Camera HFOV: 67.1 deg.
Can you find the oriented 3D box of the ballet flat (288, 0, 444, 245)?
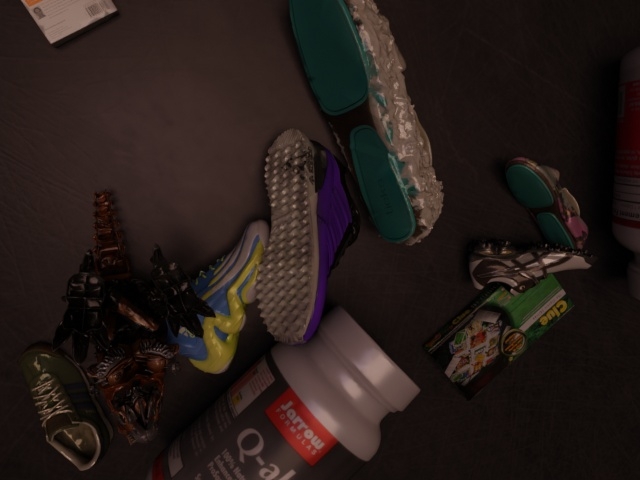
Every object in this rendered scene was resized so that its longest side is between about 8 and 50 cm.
[{"bbox_3d":[0.080,-0.191,0.700,0.147,0.147,0.409,-24,107,-8],"label":"ballet flat"}]

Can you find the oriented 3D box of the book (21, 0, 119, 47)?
[{"bbox_3d":[-0.340,-0.335,0.608,0.096,0.035,0.144,-33,106,-9],"label":"book"}]

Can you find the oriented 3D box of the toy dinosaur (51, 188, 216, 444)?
[{"bbox_3d":[-0.265,0.099,0.625,0.164,0.218,0.322,-33,92,-32],"label":"toy dinosaur"}]

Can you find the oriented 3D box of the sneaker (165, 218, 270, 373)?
[{"bbox_3d":[-0.157,0.072,0.694,0.126,0.091,0.240,18,93,-12],"label":"sneaker"}]

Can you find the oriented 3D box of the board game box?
[{"bbox_3d":[0.316,0.150,0.851,0.259,0.030,0.136,-40,104,-4],"label":"board game box"}]

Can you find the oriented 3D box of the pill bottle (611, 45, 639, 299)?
[{"bbox_3d":[0.600,-0.105,0.769,0.229,0.229,0.408,-7,101,-12],"label":"pill bottle"}]

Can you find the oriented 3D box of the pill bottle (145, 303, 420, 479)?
[{"bbox_3d":[-0.048,0.275,0.693,0.363,0.210,0.210,-44,106,-3],"label":"pill bottle"}]

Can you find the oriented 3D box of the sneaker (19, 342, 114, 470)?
[{"bbox_3d":[-0.358,0.236,0.676,0.064,0.086,0.192,-28,105,-7],"label":"sneaker"}]

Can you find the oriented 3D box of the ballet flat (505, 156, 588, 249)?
[{"bbox_3d":[0.385,-0.070,0.812,0.221,0.077,0.079,48,69,-21],"label":"ballet flat"}]

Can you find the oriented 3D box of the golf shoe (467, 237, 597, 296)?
[{"bbox_3d":[0.344,0.047,0.797,0.198,0.077,0.094,3,94,11],"label":"golf shoe"}]

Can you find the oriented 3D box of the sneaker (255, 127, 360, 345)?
[{"bbox_3d":[0.001,0.000,0.671,0.146,0.102,0.293,18,68,-45],"label":"sneaker"}]
